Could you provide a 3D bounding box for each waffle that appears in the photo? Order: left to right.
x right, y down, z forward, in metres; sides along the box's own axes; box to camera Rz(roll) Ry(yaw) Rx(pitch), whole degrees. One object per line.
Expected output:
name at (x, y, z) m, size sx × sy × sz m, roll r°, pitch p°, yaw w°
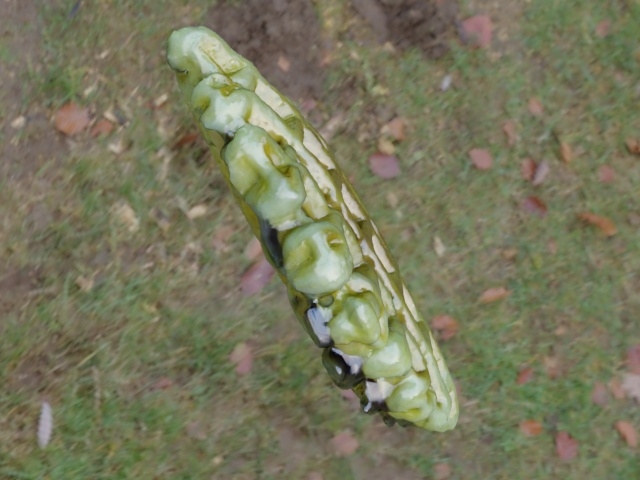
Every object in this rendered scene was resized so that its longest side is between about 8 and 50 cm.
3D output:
waffle at (0.000, 0.000, 0.641) m, size 0.054 × 0.214 × 0.208 m, roll -29°, pitch 65°, yaw 7°
